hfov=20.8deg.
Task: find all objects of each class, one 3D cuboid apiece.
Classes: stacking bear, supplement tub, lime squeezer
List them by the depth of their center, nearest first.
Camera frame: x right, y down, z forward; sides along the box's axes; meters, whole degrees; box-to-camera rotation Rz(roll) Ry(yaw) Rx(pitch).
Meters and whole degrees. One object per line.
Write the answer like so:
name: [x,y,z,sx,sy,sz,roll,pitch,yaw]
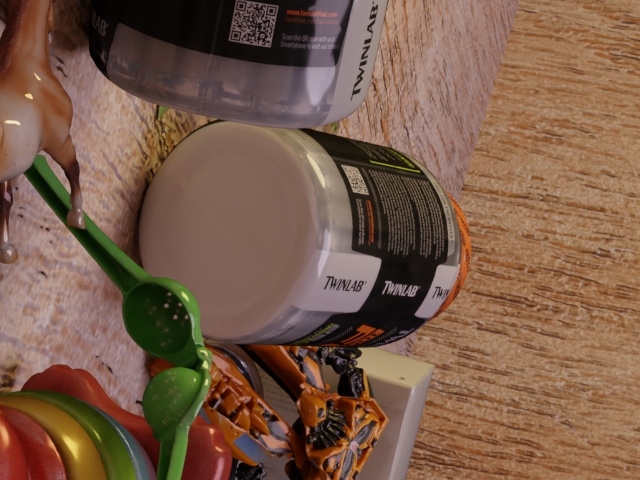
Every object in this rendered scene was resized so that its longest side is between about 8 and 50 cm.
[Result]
stacking bear: [-0.201,0.165,1.137,0.164,0.175,0.289,-70,160,-3]
lime squeezer: [-0.114,0.079,1.150,0.110,0.059,0.310,26,41,-56]
supplement tub: [-0.037,-0.264,1.195,0.207,0.207,0.338,-48,152,-67]
supplement tub: [0.000,0.000,1.568,0.316,0.194,0.193,7,99,-58]

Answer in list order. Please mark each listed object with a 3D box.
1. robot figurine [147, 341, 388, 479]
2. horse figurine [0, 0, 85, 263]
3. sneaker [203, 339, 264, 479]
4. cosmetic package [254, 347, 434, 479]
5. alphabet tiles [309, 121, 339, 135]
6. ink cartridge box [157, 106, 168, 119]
robot figurine: [-0.038,0.156,1.738,0.291,0.085,0.211,48,61,-35]
horse figurine: [-0.203,-0.038,1.037,0.263,0.066,0.174,-54,152,-54]
sneaker: [-0.125,0.225,1.770,0.163,0.086,0.226,-60,161,-57]
cosmetic package: [-0.014,0.222,1.949,0.138,0.224,0.224,-32,137,-74]
alphabet tiles: [-0.027,-0.093,2.012,0.342,0.011,0.285,90,20,-57]
ink cartridge box: [-0.068,-0.216,1.518,0.235,0.056,0.171,-60,163,-58]
